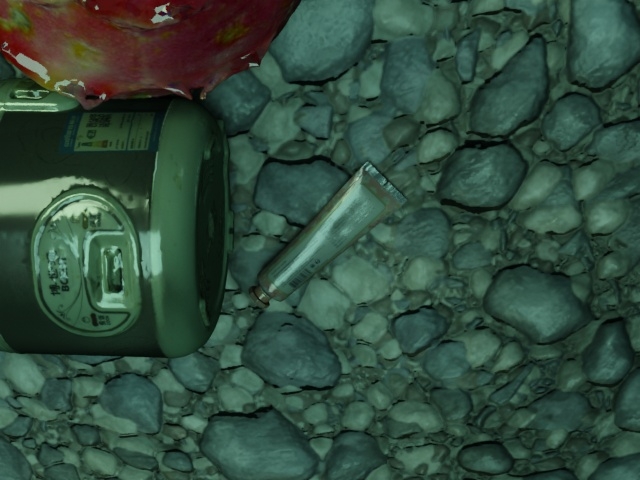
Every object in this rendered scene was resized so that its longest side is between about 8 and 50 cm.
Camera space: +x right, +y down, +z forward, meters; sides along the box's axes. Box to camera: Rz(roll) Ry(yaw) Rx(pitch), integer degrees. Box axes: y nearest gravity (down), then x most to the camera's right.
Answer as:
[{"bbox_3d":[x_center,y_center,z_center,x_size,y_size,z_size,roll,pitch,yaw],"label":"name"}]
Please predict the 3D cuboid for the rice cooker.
[{"bbox_3d":[-0.238,-0.018,1.062,0.277,0.288,0.288,3,115,3],"label":"rice cooker"}]

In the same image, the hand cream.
[{"bbox_3d":[0.000,0.000,1.183,0.209,0.043,0.067,-41,108,15],"label":"hand cream"}]

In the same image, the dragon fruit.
[{"bbox_3d":[-0.153,-0.302,0.886,0.386,0.249,0.371,-25,101,-13],"label":"dragon fruit"}]
